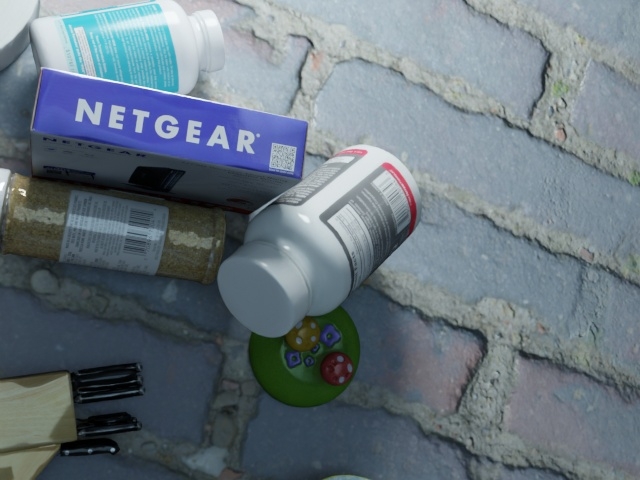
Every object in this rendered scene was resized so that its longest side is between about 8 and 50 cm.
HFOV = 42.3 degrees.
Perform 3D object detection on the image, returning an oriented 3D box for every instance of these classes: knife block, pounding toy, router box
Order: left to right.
[{"bbox_3d":[-0.392,0.217,1.156,0.276,0.088,0.242,40,73,-10],"label":"knife block"},{"bbox_3d":[-0.221,-0.121,1.138,0.336,0.301,0.082,9,81,-17],"label":"router box"},{"bbox_3d":[-0.004,0.143,1.280,0.183,0.110,0.236,16,80,-16],"label":"pounding toy"}]

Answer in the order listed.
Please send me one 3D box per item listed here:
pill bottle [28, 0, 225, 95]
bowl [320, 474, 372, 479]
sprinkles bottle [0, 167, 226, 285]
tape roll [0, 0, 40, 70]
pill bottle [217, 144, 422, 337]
[{"bbox_3d":[-0.279,-0.272,1.217,0.264,0.146,0.146,-15,89,-19],"label":"pill bottle"},{"bbox_3d":[0.049,0.511,1.215,0.289,0.289,0.156,27,120,-14],"label":"bowl"},{"bbox_3d":[-0.320,-0.017,1.188,0.356,0.121,0.121,10,81,-17],"label":"sprinkles bottle"},{"bbox_3d":[-0.544,-0.366,1.165,0.286,0.100,0.286,2,84,-18],"label":"tape roll"},{"bbox_3d":[0.000,0.000,1.208,0.176,0.176,0.318,55,48,-6],"label":"pill bottle"}]
